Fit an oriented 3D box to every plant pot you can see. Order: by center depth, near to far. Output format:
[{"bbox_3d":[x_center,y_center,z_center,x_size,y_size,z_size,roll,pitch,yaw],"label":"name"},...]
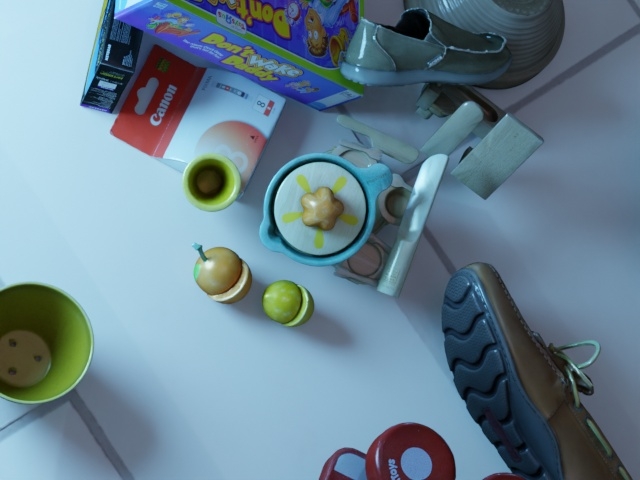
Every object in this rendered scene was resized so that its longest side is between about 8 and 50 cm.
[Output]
[{"bbox_3d":[-0.324,0.121,1.472,0.134,0.095,0.134,6,73,-19],"label":"plant pot"},{"bbox_3d":[0.239,-0.334,1.810,0.237,0.110,0.237,6,71,-17],"label":"plant pot"}]

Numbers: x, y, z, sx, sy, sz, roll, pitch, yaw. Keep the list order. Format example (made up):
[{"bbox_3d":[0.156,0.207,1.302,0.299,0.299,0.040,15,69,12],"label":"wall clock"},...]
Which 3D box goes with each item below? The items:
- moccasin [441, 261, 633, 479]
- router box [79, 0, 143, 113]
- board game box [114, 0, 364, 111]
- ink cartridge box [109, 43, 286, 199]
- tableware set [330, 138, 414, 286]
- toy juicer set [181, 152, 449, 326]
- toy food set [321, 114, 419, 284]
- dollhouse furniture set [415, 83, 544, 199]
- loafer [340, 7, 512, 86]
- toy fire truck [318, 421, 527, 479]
[{"bbox_3d":[0.276,0.195,1.645,0.147,0.139,0.380,-28,82,-31],"label":"moccasin"},{"bbox_3d":[-0.239,-0.258,1.599,0.046,0.133,0.179,15,69,-16],"label":"router box"},{"bbox_3d":[-0.086,-0.323,1.619,0.347,0.078,0.233,19,65,-45],"label":"board game box"},{"bbox_3d":[-0.148,-0.153,1.650,0.179,0.045,0.145,29,66,-12],"label":"ink cartridge box"},{"bbox_3d":[0.047,-0.035,1.661,0.141,0.020,0.168,34,77,-3],"label":"tableware set"},{"bbox_3d":[0.000,0.000,1.591,0.329,0.089,0.209,-1,93,-9],"label":"toy juicer set"},{"bbox_3d":[0.034,-0.052,1.693,0.132,0.038,0.192,27,77,-5],"label":"toy food set"},{"bbox_3d":[0.209,-0.171,1.714,0.144,0.123,0.151,36,43,-6],"label":"dollhouse furniture set"},{"bbox_3d":[0.142,-0.244,1.673,0.251,0.094,0.087,-10,115,-35],"label":"loafer"},{"bbox_3d":[0.107,0.368,1.493,0.302,0.169,0.254,29,58,-9],"label":"toy fire truck"}]
